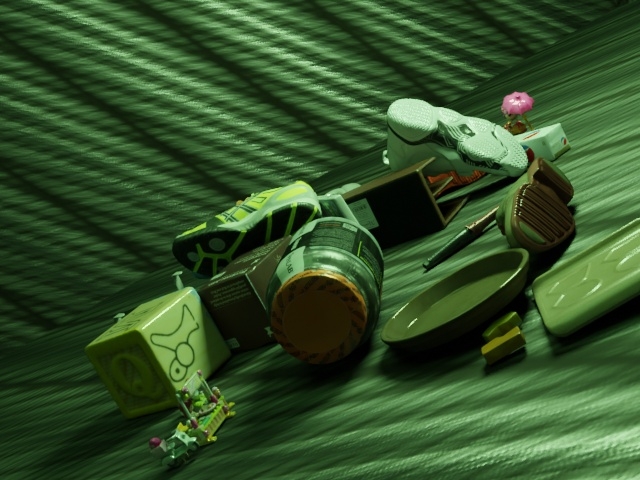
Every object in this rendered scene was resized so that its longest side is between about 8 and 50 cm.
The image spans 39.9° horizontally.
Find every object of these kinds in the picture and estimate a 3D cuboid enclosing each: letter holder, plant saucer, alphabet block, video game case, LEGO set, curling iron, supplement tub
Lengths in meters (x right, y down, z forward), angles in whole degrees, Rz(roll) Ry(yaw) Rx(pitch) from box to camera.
[{"bbox_3d":[0.192,-0.094,2.194,0.301,0.152,0.214,-20,12,37],"label":"letter holder"},{"bbox_3d":[0.224,0.101,1.441,0.278,0.041,0.278,-32,6,3],"label":"plant saucer"},{"bbox_3d":[-0.346,0.241,1.895,0.193,0.192,0.197,-23,11,36],"label":"alphabet block"},{"bbox_3d":[0.059,-0.024,2.087,0.022,0.190,0.173,-36,12,-15],"label":"video game case"},{"bbox_3d":[-0.235,0.290,1.599,0.132,0.107,0.287,-28,11,4],"label":"LEGO set"},{"bbox_3d":[0.322,-0.022,1.831,0.274,0.035,0.068,-31,11,-12],"label":"curling iron"},{"bbox_3d":[0.012,0.090,1.641,0.207,0.207,0.338,-26,10,12],"label":"supplement tub"}]

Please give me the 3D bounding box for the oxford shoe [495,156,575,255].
[{"bbox_3d":[0.385,-0.037,1.625,0.130,0.123,0.348,-49,-2,30],"label":"oxford shoe"}]

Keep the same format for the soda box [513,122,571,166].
[{"bbox_3d":[0.515,-0.227,2.207,0.074,0.069,0.216,-35,12,-30],"label":"soda box"}]

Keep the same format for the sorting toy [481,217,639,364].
[{"bbox_3d":[0.370,0.078,1.267,0.307,0.041,0.229,-33,7,12],"label":"sorting toy"}]

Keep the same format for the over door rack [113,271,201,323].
[{"bbox_3d":[-0.302,0.188,2.161,0.324,0.108,0.239,6,30,34],"label":"over door rack"}]

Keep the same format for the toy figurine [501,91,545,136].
[{"bbox_3d":[0.529,-0.314,2.330,0.130,0.159,0.173,-33,11,-22],"label":"toy figurine"}]

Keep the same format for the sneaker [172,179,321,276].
[{"bbox_3d":[-0.174,-0.028,2.119,0.384,0.145,0.147,-17,36,13],"label":"sneaker"}]

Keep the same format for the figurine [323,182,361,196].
[{"bbox_3d":[0.125,-0.127,2.409,0.214,0.092,0.209,-10,-2,17],"label":"figurine"}]

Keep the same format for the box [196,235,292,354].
[{"bbox_3d":[-0.132,0.120,1.964,0.168,0.167,0.203,-20,14,36],"label":"box"}]

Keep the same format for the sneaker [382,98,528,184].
[{"bbox_3d":[0.325,-0.208,2.216,0.210,0.365,0.137,103,-168,-49],"label":"sneaker"}]

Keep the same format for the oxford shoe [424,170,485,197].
[{"bbox_3d":[0.349,-0.185,2.370,0.271,0.097,0.098,-26,5,14],"label":"oxford shoe"}]

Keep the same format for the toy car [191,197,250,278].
[{"bbox_3d":[-0.188,0.007,2.304,0.219,0.210,0.238,-2,67,49],"label":"toy car"}]
